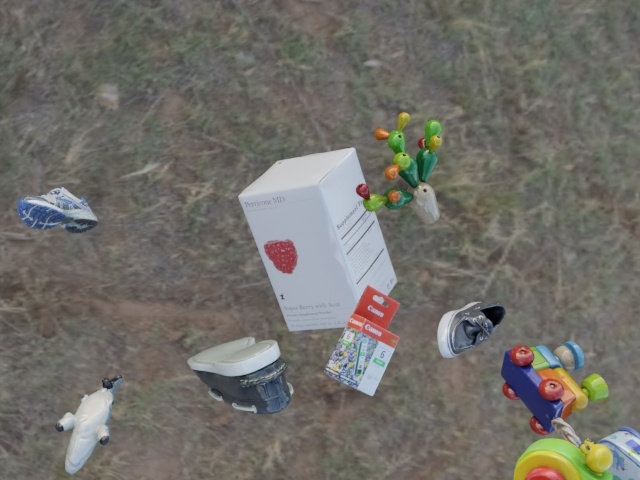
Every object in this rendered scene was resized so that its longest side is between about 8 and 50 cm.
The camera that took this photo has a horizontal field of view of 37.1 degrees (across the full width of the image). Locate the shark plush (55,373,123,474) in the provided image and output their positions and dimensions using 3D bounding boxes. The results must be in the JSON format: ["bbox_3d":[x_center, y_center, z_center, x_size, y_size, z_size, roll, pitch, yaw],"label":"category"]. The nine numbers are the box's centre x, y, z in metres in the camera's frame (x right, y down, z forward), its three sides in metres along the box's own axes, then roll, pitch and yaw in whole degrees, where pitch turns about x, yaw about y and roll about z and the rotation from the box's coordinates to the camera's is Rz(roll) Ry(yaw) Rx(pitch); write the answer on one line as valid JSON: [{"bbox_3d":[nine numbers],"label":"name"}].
[{"bbox_3d":[-0.320,0.244,1.323,0.073,0.067,0.161,8,38,-5],"label":"shark plush"}]

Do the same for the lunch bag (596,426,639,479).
[{"bbox_3d":[0.622,0.480,1.838,0.090,0.219,0.176,-18,131,-34],"label":"lunch bag"}]

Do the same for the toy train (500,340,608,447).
[{"bbox_3d":[0.426,0.270,1.609,0.143,0.248,0.105,-14,130,-20],"label":"toy train"}]

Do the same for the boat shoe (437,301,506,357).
[{"bbox_3d":[0.295,0.165,1.814,0.228,0.076,0.080,-15,94,-59],"label":"boat shoe"}]

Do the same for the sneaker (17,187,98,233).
[{"bbox_3d":[-0.384,-0.049,1.371,0.135,0.052,0.058,18,44,-57],"label":"sneaker"}]

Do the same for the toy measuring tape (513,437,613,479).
[{"bbox_3d":[0.319,0.402,1.496,0.121,0.330,0.121,30,34,-23],"label":"toy measuring tape"}]

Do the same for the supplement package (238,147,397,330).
[{"bbox_3d":[0.000,0.000,1.798,0.175,0.178,0.292,-48,124,-53],"label":"supplement package"}]

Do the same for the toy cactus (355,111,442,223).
[{"bbox_3d":[0.143,-0.102,1.600,0.219,0.112,0.180,-57,131,-36],"label":"toy cactus"}]

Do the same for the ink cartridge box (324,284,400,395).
[{"bbox_3d":[0.057,0.117,1.110,0.063,0.029,0.115,31,83,-36],"label":"ink cartridge box"}]

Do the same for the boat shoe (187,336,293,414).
[{"bbox_3d":[-0.122,0.202,1.413,0.114,0.302,0.091,-22,94,-15],"label":"boat shoe"}]
